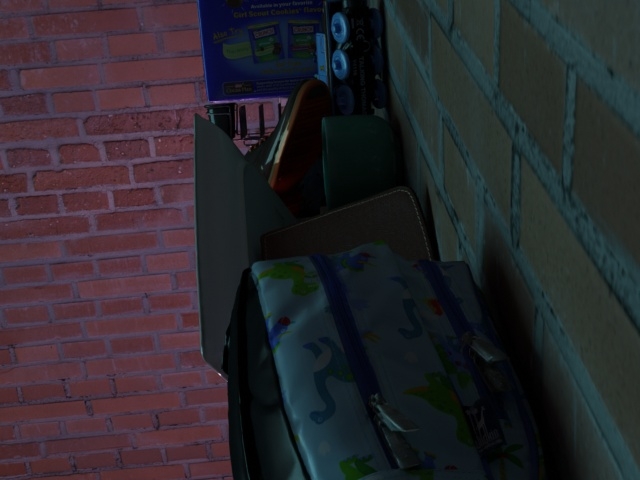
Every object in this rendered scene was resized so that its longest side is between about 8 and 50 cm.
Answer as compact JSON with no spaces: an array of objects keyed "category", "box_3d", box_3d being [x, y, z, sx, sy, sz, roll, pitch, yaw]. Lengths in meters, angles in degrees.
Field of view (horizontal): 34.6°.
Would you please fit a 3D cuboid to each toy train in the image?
[{"category":"toy train","box_3d":[0.037,-0.250,1.429,0.105,0.080,0.184,24,123,58]}]

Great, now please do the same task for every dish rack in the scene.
[{"category":"dish rack","box_3d":[-0.053,-0.204,1.742,0.208,0.272,0.074,-99,6,-81]}]

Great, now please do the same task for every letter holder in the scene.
[{"category":"letter holder","box_3d":[0.071,0.118,1.145,0.152,0.214,0.301,31,-134,-51]}]

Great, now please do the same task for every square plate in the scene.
[{"category":"square plate","box_3d":[-0.060,0.061,1.292,0.347,0.049,0.344,53,-155,-52]}]

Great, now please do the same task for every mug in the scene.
[{"category":"mug","box_3d":[0.055,-0.090,1.360,0.129,0.097,0.157,-98,4,-55]}]

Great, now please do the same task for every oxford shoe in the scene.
[{"category":"oxford shoe","box_3d":[-0.066,-0.121,1.460,0.098,0.097,0.271,40,126,25]}]

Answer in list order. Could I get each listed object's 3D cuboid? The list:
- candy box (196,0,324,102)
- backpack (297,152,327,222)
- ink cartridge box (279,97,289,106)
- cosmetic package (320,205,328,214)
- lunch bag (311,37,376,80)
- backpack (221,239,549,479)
[{"category":"candy box","box_3d":[-0.064,-0.390,1.654,0.122,0.268,0.317,-129,34,-80]},{"category":"backpack","box_3d":[0.000,0.000,1.661,0.276,0.213,0.263,80,-167,-76]},{"category":"ink cartridge box","box_3d":[-0.010,-0.354,1.863,0.087,0.153,0.208,98,168,-85]},{"category":"cosmetic package","box_3d":[0.067,0.119,1.392,0.160,0.113,0.309,89,176,-61]},{"category":"lunch bag","box_3d":[0.035,-0.271,1.517,0.067,0.099,0.065,-86,-4,-65]},{"category":"backpack","box_3d":[0.040,0.165,0.743,0.355,0.273,0.290,54,159,41]}]
